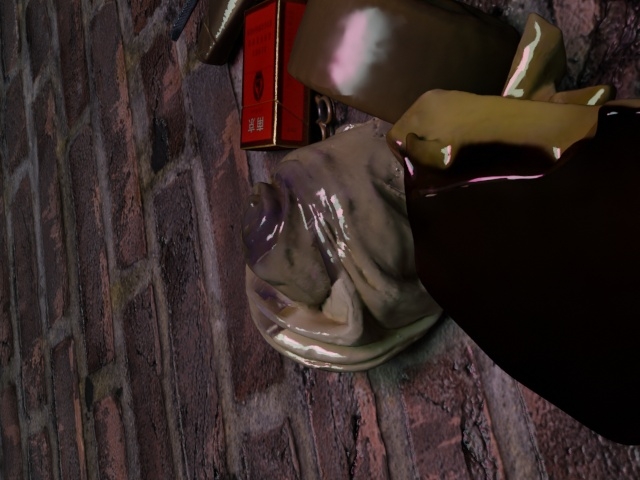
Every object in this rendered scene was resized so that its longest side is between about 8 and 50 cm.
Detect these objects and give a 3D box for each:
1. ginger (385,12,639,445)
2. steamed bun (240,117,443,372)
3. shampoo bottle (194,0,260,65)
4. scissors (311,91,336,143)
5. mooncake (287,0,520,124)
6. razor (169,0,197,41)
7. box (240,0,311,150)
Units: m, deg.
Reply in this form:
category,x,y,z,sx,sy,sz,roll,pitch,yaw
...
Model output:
category,x,y,z,sx,sy,sz,roll,pitch,yaw
ginger,0.286,-0.024,0.854,0.413,0.211,0.358,50,141,-7
steamed bun,0.000,0.000,1.190,0.347,0.238,0.393,34,112,49
shampoo bottle,-0.138,-0.478,1.545,0.125,0.084,0.350,52,126,38
scissors,-0.024,-0.247,1.418,0.088,0.017,0.220,104,150,-43
mooncake,0.112,-0.223,1.038,0.284,0.285,0.155,41,115,46
razor,-0.265,-0.481,1.751,0.190,0.033,0.066,-55,47,40
box,-0.074,-0.268,1.417,0.153,0.074,0.239,6,95,59
